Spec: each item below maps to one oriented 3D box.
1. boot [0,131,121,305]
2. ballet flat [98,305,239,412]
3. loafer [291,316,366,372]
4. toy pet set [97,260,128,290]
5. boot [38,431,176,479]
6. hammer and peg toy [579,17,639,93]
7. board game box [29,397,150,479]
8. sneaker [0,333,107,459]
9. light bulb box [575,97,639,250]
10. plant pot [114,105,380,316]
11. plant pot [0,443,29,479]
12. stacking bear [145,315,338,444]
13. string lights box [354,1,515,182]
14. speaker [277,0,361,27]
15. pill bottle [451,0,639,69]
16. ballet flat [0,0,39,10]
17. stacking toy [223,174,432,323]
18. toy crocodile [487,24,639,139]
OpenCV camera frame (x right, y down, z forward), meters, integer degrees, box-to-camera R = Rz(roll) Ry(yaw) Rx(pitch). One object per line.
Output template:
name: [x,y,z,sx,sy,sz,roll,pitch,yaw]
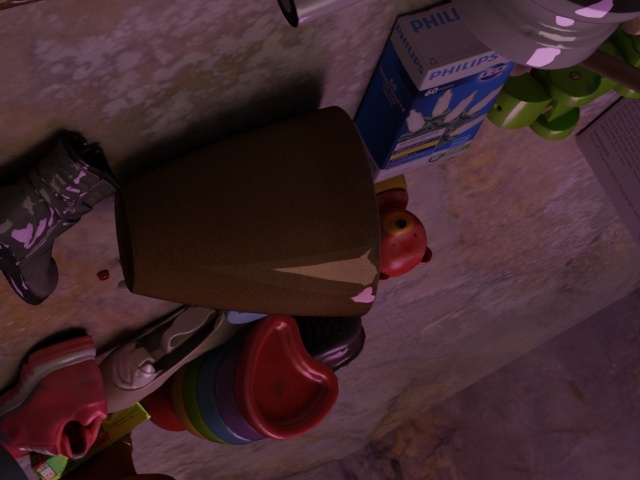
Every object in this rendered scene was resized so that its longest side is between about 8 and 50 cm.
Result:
boot: [-0.273,-0.020,1.629,0.161,0.083,0.246,-33,164,-3]
ballet flat: [-0.224,0.150,2.164,0.248,0.086,0.086,-35,163,-7]
loafer: [-0.061,0.206,2.423,0.366,0.133,0.130,-29,126,32]
toy pet set: [-0.197,0.051,1.950,0.114,0.065,0.122,-32,162,13]
boot: [-0.299,0.330,2.298,0.283,0.220,0.109,-25,124,34]
hammer and peg toy: [0.402,-0.257,1.533,0.361,0.266,0.127,-44,142,-28]
board game box: [-0.340,0.272,2.278,0.181,0.092,0.043,-34,118,2]
sneaker: [-0.374,0.252,2.131,0.116,0.136,0.314,-15,159,-34]
light bulb box: [0.642,-0.171,2.295,0.358,0.225,0.361,-7,153,-46]
plant pot: [-0.091,-0.016,1.712,0.254,0.237,0.237,-8,157,-14]
plant pot: [-0.519,0.386,2.087,0.235,0.293,0.293,-33,170,-40]
stacking bear: [-0.147,0.219,2.281,0.289,0.175,0.164,-11,-146,45]
string lights box: [0.130,-0.174,1.782,0.133,0.076,0.259,-20,161,-19]
speaker: [0.027,-0.248,1.462,0.136,0.055,0.055,-23,162,-13]
pill bottle: [0.260,-0.319,1.352,0.210,0.210,0.363,-17,160,-29]
ballet flat: [-0.148,-0.242,1.163,0.342,0.116,0.124,-23,-178,-12]
stacking toy: [0.000,0.000,1.990,0.309,0.130,0.279,-25,163,-9]
toy crocodile: [0.347,-0.223,1.952,0.341,0.105,0.115,-27,162,-19]
